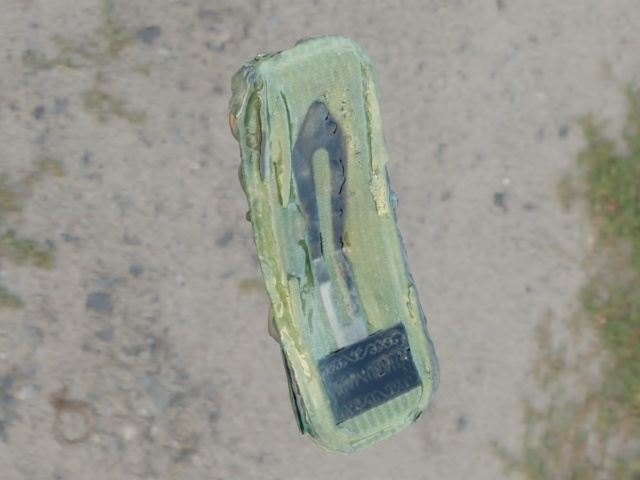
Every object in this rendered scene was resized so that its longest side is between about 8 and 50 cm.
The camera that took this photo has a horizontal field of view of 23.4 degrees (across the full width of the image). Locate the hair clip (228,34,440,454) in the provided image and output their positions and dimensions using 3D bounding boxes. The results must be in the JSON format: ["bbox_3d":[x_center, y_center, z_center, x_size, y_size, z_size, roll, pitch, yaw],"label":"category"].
[{"bbox_3d":[-0.001,0.001,1.182,0.138,0.091,0.321,-24,115,-30],"label":"hair clip"}]
